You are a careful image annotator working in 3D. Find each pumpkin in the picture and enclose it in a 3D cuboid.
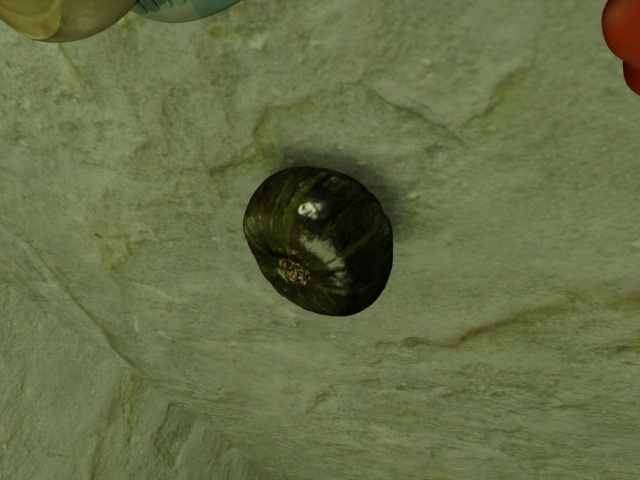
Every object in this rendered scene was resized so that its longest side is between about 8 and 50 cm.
[{"bbox_3d":[0.000,0.000,0.818,0.223,0.157,0.224,28,141,25],"label":"pumpkin"}]

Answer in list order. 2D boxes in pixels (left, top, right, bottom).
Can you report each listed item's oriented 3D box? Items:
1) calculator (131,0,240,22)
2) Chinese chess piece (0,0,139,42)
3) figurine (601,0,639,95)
[{"bbox_3d":[-0.143,-0.306,0.574,0.298,0.041,0.185,-6,137,45],"label":"calculator"},{"bbox_3d":[-0.265,-0.309,0.539,0.249,0.103,0.250,27,139,26],"label":"Chinese chess piece"},{"bbox_3d":[0.267,-0.162,0.317,0.256,0.181,0.208,9,112,-21],"label":"figurine"}]
